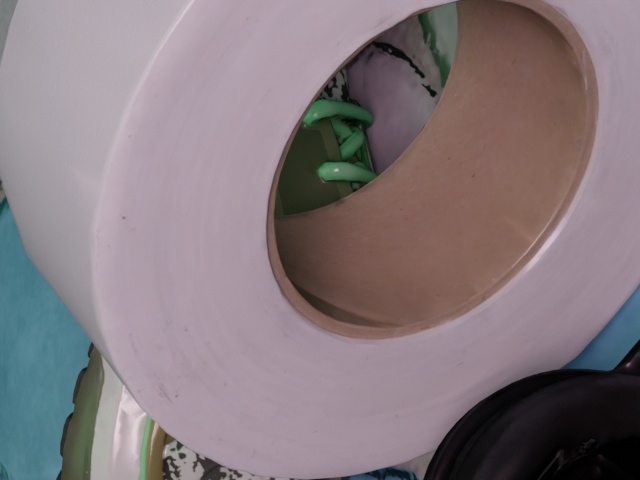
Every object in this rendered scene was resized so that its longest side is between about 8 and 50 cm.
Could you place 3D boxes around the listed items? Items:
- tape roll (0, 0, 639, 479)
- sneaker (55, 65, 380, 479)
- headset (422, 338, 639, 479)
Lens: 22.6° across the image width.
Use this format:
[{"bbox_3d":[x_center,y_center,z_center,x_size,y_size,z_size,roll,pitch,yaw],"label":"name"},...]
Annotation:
[{"bbox_3d":[0.023,-0.048,0.630,0.100,0.286,0.286,46,124,46],"label":"tape roll"},{"bbox_3d":[0.000,0.000,0.825,0.182,0.158,0.410,14,99,22],"label":"sneaker"},{"bbox_3d":[0.113,0.146,0.547,0.185,0.243,0.394,39,106,-1],"label":"headset"}]
